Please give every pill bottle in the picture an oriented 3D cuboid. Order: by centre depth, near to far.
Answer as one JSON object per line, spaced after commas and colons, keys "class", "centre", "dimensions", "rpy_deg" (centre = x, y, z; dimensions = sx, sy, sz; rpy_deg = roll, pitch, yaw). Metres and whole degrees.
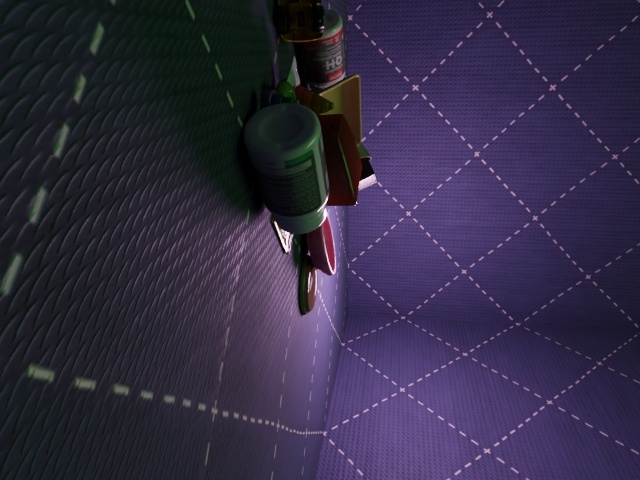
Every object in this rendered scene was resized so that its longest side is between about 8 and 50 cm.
{"class": "pill bottle", "centre": [-0.082, -0.188, 1.345], "dimensions": [0.361, 0.204, 0.204], "rpy_deg": [80, 15, -54]}
{"class": "pill bottle", "centre": [0.008, -0.723, 1.876], "dimensions": [0.318, 0.176, 0.176], "rpy_deg": [80, 15, -54]}

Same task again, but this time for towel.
{"class": "towel", "centre": [-0.130, -0.045, 1.665], "dimensions": [0.237, 0.021, 0.102], "rpy_deg": [75, 18, -61]}

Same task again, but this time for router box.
{"class": "router box", "centre": [0.109, -0.259, 2.228], "dimensions": [0.081, 0.309, 0.243], "rpy_deg": [65, 7, 5]}

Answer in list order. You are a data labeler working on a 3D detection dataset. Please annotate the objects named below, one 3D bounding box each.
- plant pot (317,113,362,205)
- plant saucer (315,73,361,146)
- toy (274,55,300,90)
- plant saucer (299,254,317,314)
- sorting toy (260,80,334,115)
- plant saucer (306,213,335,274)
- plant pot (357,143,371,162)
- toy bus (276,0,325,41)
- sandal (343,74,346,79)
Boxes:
{"class": "plant pot", "centre": [-0.006, -0.291, 1.642], "dimensions": [0.267, 0.267, 0.235], "rpy_deg": [-78, 163, -49]}
{"class": "plant saucer", "centre": [0.014, -0.456, 1.856], "dimensions": [0.333, 0.081, 0.332], "rpy_deg": [-34, 144, -23]}
{"class": "toy", "centre": [-0.121, -0.452, 1.515], "dimensions": [0.137, 0.056, 0.237], "rpy_deg": [76, 23, -73]}
{"class": "plant saucer", "centre": [-0.053, 0.204, 2.170], "dimensions": [0.278, 0.041, 0.278], "rpy_deg": [3, 90, -80]}
{"class": "sorting toy", "centre": [-0.053, -0.412, 1.427], "dimensions": [0.365, 0.126, 0.127], "rpy_deg": [-38, 134, -67]}
{"class": "plant saucer", "centre": [0.000, 0.000, 2.169], "dimensions": [0.332, 0.084, 0.332], "rpy_deg": [-9, 90, -80]}
{"class": "plant pot", "centre": [0.063, -0.395, 2.159], "dimensions": [0.191, 0.284, 0.284], "rpy_deg": [64, 7, 5]}
{"class": "toy bus", "centre": [-0.069, -0.757, 1.542], "dimensions": [0.211, 0.149, 0.220], "rpy_deg": [-104, -170, -73]}
{"class": "sandal", "centre": [0.063, -0.814, 2.344], "dimensions": [0.126, 0.138, 0.317], "rpy_deg": [-46, 136, -74]}
